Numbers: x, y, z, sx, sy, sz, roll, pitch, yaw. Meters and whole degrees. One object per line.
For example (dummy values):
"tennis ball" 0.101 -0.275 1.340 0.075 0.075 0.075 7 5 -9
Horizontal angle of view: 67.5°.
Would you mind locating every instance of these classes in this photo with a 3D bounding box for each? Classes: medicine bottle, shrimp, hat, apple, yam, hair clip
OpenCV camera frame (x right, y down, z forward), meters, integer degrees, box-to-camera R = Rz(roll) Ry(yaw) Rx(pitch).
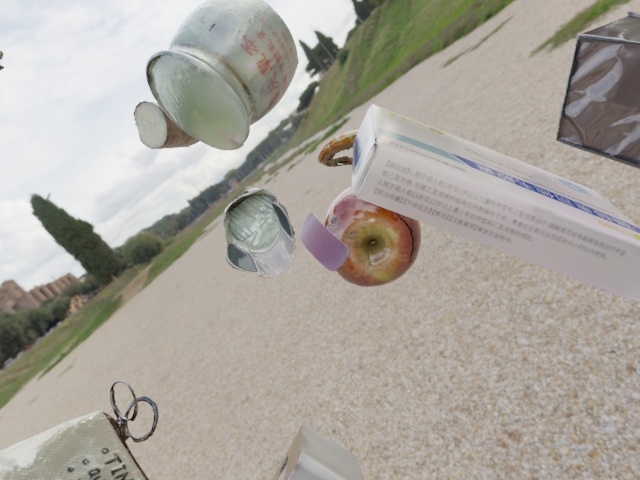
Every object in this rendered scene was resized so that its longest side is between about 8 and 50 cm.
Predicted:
"medicine bottle" -0.118 -0.207 0.593 0.147 0.147 0.143 -24 32 57
"shrimp" 0.056 -0.148 0.745 0.127 0.025 0.091 -22 -17 10
"hat" -0.170 -0.021 1.423 0.232 0.275 0.161 -44 -28 12
"apple" 0.133 -0.018 1.241 0.252 0.272 0.206 -34 17 16
"yam" -0.439 -0.341 1.422 0.129 0.128 0.238 -64 -8 20
"hair clip" -0.001 0.000 0.847 0.054 0.022 0.137 -54 47 12

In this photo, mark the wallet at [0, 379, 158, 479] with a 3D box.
"wallet" -0.213 0.302 0.406 0.275 0.335 0.068 -7 -37 -54

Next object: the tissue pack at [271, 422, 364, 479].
"tissue pack" -0.015 0.469 0.890 0.159 0.136 0.246 -60 -3 -9

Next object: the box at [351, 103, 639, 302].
"box" 0.208 -0.057 0.576 0.200 0.344 0.065 -80 11 -63

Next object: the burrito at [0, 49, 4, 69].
"burrito" -0.687 -0.331 0.885 0.230 0.058 0.063 -3 -22 5

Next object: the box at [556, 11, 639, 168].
"box" 0.497 -0.203 0.676 0.153 0.188 0.252 -28 43 -22
